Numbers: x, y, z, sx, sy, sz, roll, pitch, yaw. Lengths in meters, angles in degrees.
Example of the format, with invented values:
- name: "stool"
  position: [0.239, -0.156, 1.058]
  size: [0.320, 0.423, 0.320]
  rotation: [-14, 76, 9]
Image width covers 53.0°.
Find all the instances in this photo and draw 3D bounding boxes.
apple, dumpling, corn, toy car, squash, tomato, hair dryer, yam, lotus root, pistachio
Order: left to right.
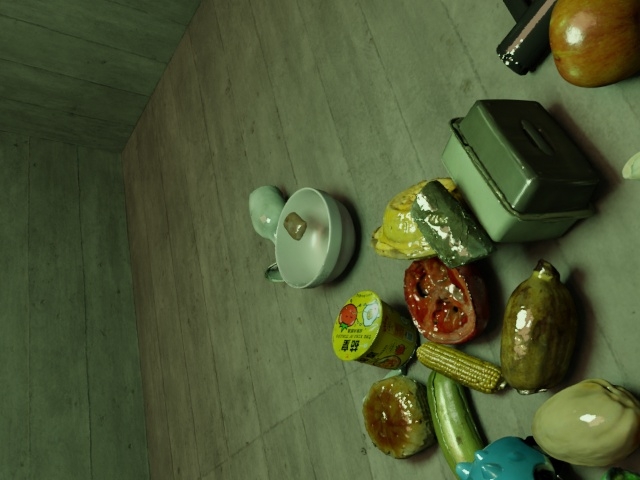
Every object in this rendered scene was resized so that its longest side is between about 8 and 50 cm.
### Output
- name: "yam"
  position: [0.251, -0.023, 1.252]
  size: [0.183, 0.107, 0.107]
  rotation: [55, 131, 16]
- name: "tomato"
  position: [0.292, 0.119, 1.427]
  size: [0.228, 0.101, 0.228]
  rotation: [31, 130, 46]
- name: "squash"
  position: [0.300, 0.430, 1.380]
  size: [0.094, 0.094, 0.341]
  rotation: [-46, 49, 41]
- name: "corn"
  position: [0.303, 0.274, 1.385]
  size: [0.207, 0.068, 0.068]
  rotation: [17, 98, 34]
- name: "toy car"
  position: [0.342, 0.466, 1.179]
  size: [0.255, 0.190, 0.189]
  rotation: [-58, -13, -73]
- name: "hair dryer"
  position: [0.438, -0.506, 1.380]
  size: [0.197, 0.089, 0.251]
  rotation: [-53, 37, 35]
- name: "lotus root"
  position: [0.413, 0.164, 1.217]
  size: [0.128, 0.145, 0.260]
  rotation: [8, 92, 49]
- name: "pistachio"
  position: [0.468, 0.320, 1.121]
  size: [0.215, 0.143, 0.144]
  rotation: [134, 133, -55]
- name: "apple"
  position: [0.511, -0.376, 1.151]
  size: [0.196, 0.196, 0.196]
  rotation: [-16, 71, 53]
- name: "dumpling"
  position: [0.578, -0.139, 1.135]
  size: [0.077, 0.043, 0.059]
  rotation: [126, 156, -57]

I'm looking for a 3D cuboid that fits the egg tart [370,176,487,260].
- name: "egg tart"
  position: [0.238, -0.054, 1.419]
  size: [0.288, 0.288, 0.118]
  rotation: [7, 128, 56]

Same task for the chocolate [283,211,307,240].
- name: "chocolate"
  position: [-0.078, -0.045, 1.820]
  size: [0.101, 0.031, 0.065]
  rotation: [48, 118, 50]

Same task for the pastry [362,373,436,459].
- name: "pastry"
  position: [0.182, 0.420, 1.530]
  size: [0.182, 0.093, 0.193]
  rotation: [-37, 62, 41]

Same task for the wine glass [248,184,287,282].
- name: "wine glass"
  position: [-0.146, -0.026, 2.072]
  size: [0.143, 0.143, 0.321]
  rotation: [-46, 48, 41]

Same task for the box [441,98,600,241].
- name: "box"
  position: [0.386, -0.140, 1.258]
  size: [0.166, 0.220, 0.291]
  rotation: [112, 145, -45]

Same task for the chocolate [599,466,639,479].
- name: "chocolate"
  position: [0.466, 0.526, 1.115]
  size: [0.110, 0.110, 0.291]
  rotation: [55, 130, 45]

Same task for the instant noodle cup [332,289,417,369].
- name: "instant noodle cup"
  position: [0.140, 0.231, 1.580]
  size: [0.182, 0.144, 0.182]
  rotation: [-39, 37, 37]

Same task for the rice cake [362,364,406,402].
- name: "rice cake"
  position: [0.164, 0.369, 1.634]
  size: [0.171, 0.033, 0.029]
  rotation: [-55, 49, 33]

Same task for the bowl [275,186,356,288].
- name: "bowl"
  position: [0.000, 0.000, 1.849]
  size: [0.287, 0.143, 0.287]
  rotation: [-17, 69, 53]
